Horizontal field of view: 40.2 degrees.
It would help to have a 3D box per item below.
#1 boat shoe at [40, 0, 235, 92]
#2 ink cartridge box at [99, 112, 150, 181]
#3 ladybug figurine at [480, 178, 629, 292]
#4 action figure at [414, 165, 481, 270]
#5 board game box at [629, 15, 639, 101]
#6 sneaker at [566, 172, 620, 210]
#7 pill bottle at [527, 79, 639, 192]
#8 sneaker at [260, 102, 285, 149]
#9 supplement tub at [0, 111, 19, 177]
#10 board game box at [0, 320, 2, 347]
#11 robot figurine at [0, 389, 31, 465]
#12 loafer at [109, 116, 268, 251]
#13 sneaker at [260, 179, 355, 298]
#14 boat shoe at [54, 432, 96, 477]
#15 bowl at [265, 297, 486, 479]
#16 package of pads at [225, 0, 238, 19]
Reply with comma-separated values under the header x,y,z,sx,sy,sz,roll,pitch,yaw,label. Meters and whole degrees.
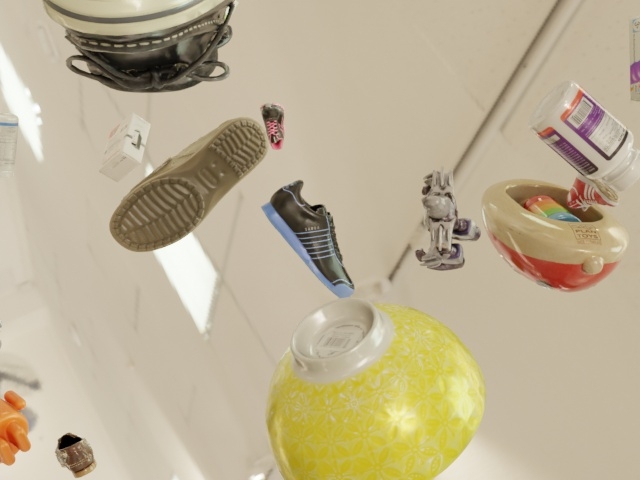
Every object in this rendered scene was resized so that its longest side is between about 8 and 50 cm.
x,y,z,sx,sy,sz,roll,pitch,yaw,label
-0.175,-0.230,0.924,0.500,0.187,0.156,-111,-158,-72,boat shoe
-0.460,-0.219,2.060,0.099,0.056,0.135,-31,-140,36,ink cartridge box
0.518,-0.009,1.979,0.449,0.305,0.162,-105,-160,-67,ladybug figurine
0.230,-0.026,1.661,0.099,0.185,0.285,9,-16,21,action figure
0.658,-0.295,1.457,0.142,0.275,0.144,-5,-97,54,board game box
0.490,-0.073,1.581,0.067,0.042,0.118,-65,-154,20,sneaker
0.455,-0.171,1.475,0.193,0.108,0.108,39,-22,-10,pill bottle
-0.089,-0.218,1.687,0.119,0.047,0.057,75,12,-61,sneaker
-0.557,-0.165,1.497,0.071,0.071,0.107,27,-70,54,supplement tub
-0.775,0.169,1.979,0.194,0.060,0.194,43,-21,43,board game box
-0.723,0.401,1.898,0.219,0.158,0.128,23,-3,30,robot figurine
-0.191,-0.082,1.286,0.102,0.268,0.092,54,-1,-15,loafer
0.000,0.000,1.526,0.232,0.090,0.081,50,3,-17,sneaker
-0.517,0.436,1.830,0.207,0.073,0.073,-9,-69,62,boat shoe
0.044,0.165,1.085,0.289,0.289,0.156,25,-33,55,bowl
-0.321,-0.460,1.614,0.296,0.101,0.229,-2,-37,49,package of pads
